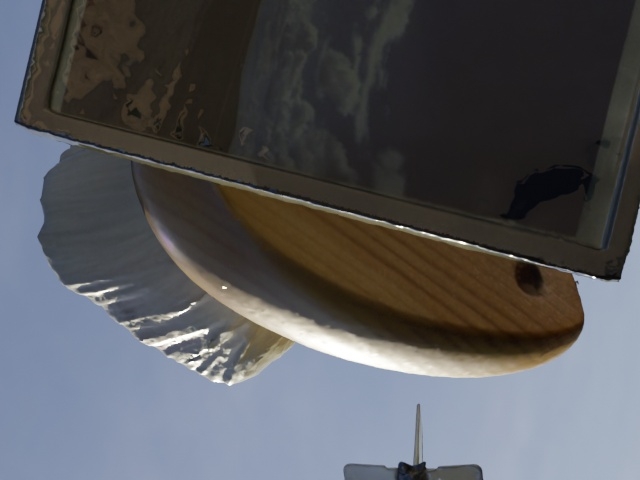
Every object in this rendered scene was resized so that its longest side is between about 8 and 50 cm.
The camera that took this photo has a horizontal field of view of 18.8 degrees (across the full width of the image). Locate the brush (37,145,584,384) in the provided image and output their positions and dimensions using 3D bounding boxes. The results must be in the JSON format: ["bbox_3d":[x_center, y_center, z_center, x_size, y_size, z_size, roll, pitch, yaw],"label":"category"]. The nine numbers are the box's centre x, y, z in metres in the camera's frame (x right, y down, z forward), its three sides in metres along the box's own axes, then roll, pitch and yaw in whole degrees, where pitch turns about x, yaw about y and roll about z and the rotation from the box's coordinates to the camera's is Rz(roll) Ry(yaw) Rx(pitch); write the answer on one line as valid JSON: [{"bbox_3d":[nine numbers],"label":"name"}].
[{"bbox_3d":[0.000,0.000,1.017,0.267,0.166,0.174,37,-126,-11],"label":"brush"}]

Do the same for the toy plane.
[{"bbox_3d":[0.070,0.231,1.302,0.082,0.160,0.234,-67,-27,-66],"label":"toy plane"}]

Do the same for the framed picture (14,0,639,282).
[{"bbox_3d":[0.020,-0.103,0.780,0.023,0.260,0.189,-72,-4,-87],"label":"framed picture"}]
